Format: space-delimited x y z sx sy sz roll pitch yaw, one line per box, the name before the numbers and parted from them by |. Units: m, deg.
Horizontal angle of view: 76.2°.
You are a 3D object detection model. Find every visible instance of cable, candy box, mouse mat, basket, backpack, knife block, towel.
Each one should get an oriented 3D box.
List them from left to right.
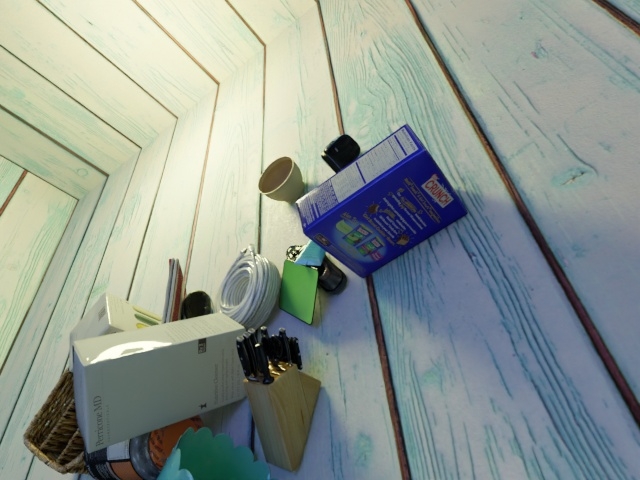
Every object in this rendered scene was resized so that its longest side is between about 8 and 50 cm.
basket | -0.777 0.592 1.341 0.214 0.223 0.299 17 72 48
towel | -0.454 0.236 1.281 0.037 0.328 0.236 0 53 -10
cable | -0.231 0.165 1.260 0.257 0.089 0.257 -52 35 9
knife block | -0.115 0.341 0.912 0.088 0.242 0.275 -6 57 41
mouse mat | -0.064 0.138 1.136 0.190 0.007 0.152 13 96 55
backpack | 0.065 -0.286 1.341 0.114 0.105 0.084 -51 18 -16
candy box | 0.148 -0.078 0.975 0.317 0.268 0.122 -33 47 19

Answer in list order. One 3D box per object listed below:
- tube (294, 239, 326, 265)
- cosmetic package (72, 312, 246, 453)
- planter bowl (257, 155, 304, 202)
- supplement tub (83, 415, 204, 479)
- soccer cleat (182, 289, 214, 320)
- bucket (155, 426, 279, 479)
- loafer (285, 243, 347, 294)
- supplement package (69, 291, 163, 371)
tube | 0.000 0.000 1.164 0.080 0.052 0.207 -3 37 29
cosmetic package | -0.391 0.332 1.025 0.156 0.385 0.217 14 107 48
planter bowl | -0.125 -0.202 1.444 0.162 0.109 0.162 -24 46 28
supplement tub | -0.478 0.554 1.119 0.316 0.194 0.193 -20 48 30
soccer cleat | -0.378 0.322 1.289 0.116 0.143 0.330 -1 69 -8
bucket | -0.229 0.550 0.842 0.281 0.281 0.183 26 81 49
loafer | -0.028 0.061 1.171 0.096 0.084 0.268 -54 40 -5
supplement package | -0.670 0.349 1.397 0.198 0.263 0.199 -49 40 2
